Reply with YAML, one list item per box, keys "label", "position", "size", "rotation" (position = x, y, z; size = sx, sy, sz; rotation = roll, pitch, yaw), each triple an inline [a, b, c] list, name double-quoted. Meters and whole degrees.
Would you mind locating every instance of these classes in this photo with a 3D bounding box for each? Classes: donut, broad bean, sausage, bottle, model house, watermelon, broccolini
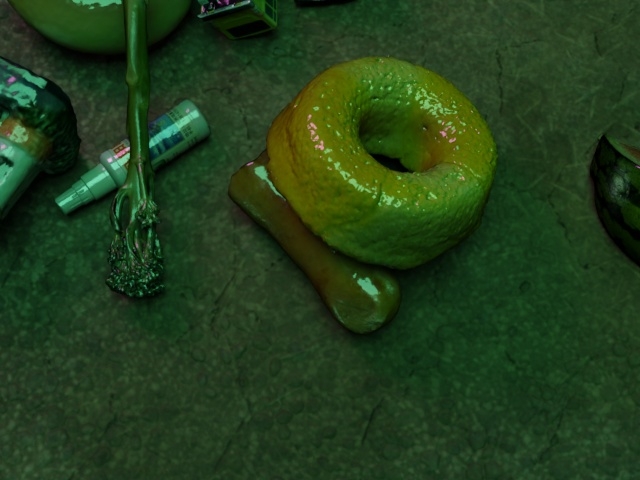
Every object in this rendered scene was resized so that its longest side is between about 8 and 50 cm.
- label: "donut"
  position: [0.087, -0.109, 1.367]
  size: [0.303, 0.110, 0.302]
  rotation: [14, 49, -16]
- label: "broad bean"
  position: [-0.309, -0.364, 1.499]
  size: [0.291, 0.119, 0.238]
  rotation: [30, 64, 6]
- label: "sausage"
  position: [0.000, 0.001, 1.393]
  size: [0.109, 0.109, 0.270]
  rotation: [-37, 74, -12]
- label: "bottle"
  position: [-0.243, -0.101, 1.444]
  size: [0.217, 0.060, 0.060]
  rotation: [-36, 76, -11]
- label: "model house"
  position: [-0.469, -0.089, 1.379]
  size: [0.253, 0.184, 0.291]
  rotation: [28, 78, 3]
- label: "watermelon"
  position: [0.461, -0.009, 1.422]
  size: [0.304, 0.159, 0.128]
  rotation: [30, 112, 9]
- label: "broccolini"
  position: [-0.222, -0.122, 1.373]
  size: [0.074, 0.079, 0.391]
  rotation: [4, 98, 36]

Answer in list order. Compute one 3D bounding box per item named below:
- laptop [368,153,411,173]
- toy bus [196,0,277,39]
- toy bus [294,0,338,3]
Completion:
- label: "laptop"
  position: [0.061, -0.076, 1.416]
  size: [0.129, 0.016, 0.180]
  rotation: [44, 44, 12]
- label: "toy bus"
  position: [-0.110, -0.369, 1.511]
  size: [0.088, 0.101, 0.174]
  rotation: [-10, 69, 27]
- label: "toy bus"
  position: [-0.002, -0.435, 1.529]
  size: [0.098, 0.114, 0.200]
  rotation: [-7, 72, -3]
